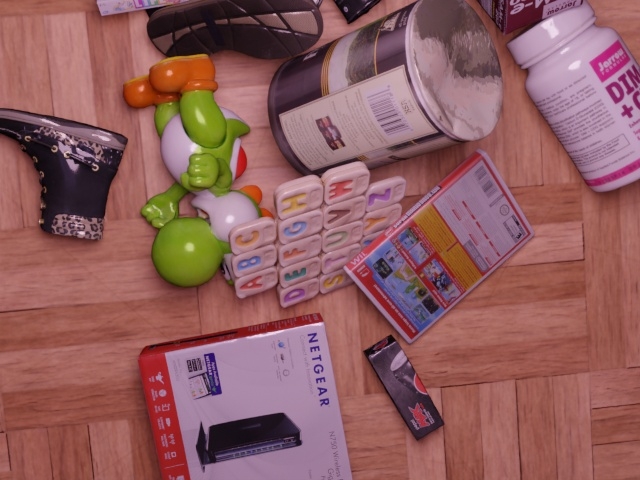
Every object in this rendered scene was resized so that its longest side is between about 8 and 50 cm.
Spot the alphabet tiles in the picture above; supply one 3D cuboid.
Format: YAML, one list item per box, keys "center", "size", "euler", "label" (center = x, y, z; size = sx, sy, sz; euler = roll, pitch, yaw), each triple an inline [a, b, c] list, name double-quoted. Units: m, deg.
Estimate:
- center: [0.000, 0.000, 1.100]
  size: [0.277, 0.284, 0.021]
  euler: [-17, 55, -15]
  label: "alphabet tiles"

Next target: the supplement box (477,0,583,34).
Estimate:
- center: [0.280, -0.428, 1.102]
  size: [0.130, 0.073, 0.239]
  euler: [-23, 56, -3]
  label: "supplement box"

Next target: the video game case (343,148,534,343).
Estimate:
- center: [0.199, 0.015, 1.183]
  size: [0.285, 0.025, 0.204]
  euler: [-41, 124, -1]
  label: "video game case"

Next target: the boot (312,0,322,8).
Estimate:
- center: [-0.055, -0.415, 1.108]
  size: [0.161, 0.083, 0.246]
  euler: [32, 121, -15]
  label: "boot"

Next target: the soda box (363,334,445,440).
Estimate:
- center: [0.141, 0.246, 1.228]
  size: [0.060, 0.053, 0.169]
  euler: [-31, 97, -1]
  label: "soda box"

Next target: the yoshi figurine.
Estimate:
- center: [-0.206, -0.081, 1.112]
  size: [0.203, 0.203, 0.362]
  euler: [-16, 99, 13]
  label: "yoshi figurine"

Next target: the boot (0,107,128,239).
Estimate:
- center: [-0.432, -0.105, 1.133]
  size: [0.236, 0.085, 0.179]
  euler: [11, 96, -6]
  label: "boot"

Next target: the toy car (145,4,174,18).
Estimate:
- center: [-0.222, -0.340, 1.163]
  size: [0.122, 0.060, 0.040]
  euler: [51, 45, -23]
  label: "toy car"

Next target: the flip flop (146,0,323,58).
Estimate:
- center: [-0.128, -0.328, 1.088]
  size: [0.277, 0.080, 0.112]
  euler: [-1, 134, 23]
  label: "flip flop"

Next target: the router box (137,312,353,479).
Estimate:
- center: [-0.114, 0.311, 1.197]
  size: [0.301, 0.082, 0.336]
  euler: [-11, 96, -4]
  label: "router box"

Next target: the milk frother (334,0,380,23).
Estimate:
- center: [0.067, -0.442, 1.149]
  size: [0.135, 0.129, 0.143]
  euler: [53, 46, -7]
  label: "milk frother"

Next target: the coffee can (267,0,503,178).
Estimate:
- center: [0.088, -0.207, 1.040]
  size: [0.201, 0.275, 0.202]
  euler: [11, 75, -43]
  label: "coffee can"

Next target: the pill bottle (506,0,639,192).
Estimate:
- center: [0.427, -0.232, 1.154]
  size: [0.160, 0.160, 0.283]
  euler: [-36, 97, -1]
  label: "pill bottle"

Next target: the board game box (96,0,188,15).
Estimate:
- center: [-0.265, -0.401, 1.120]
  size: [0.154, 0.026, 0.103]
  euler: [-11, 58, -4]
  label: "board game box"
